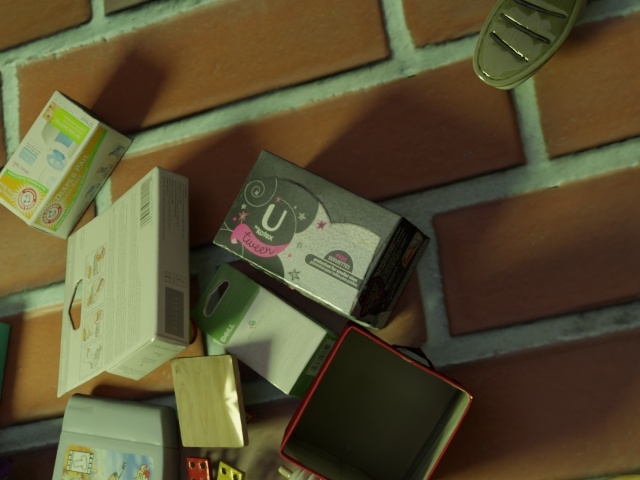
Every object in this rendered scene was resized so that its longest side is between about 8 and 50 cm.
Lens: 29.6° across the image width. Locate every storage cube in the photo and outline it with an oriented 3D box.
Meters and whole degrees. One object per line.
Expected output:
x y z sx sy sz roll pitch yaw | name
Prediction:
0.072 0.230 1.598 0.184 0.193 0.215 30 89 1 | storage cube

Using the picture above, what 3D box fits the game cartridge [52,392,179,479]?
-0.315 0.388 1.827 0.198 0.062 0.297 3 78 27 | game cartridge

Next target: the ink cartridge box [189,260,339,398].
-0.084 0.131 1.788 0.209 0.062 0.109 33 91 26 | ink cartridge box

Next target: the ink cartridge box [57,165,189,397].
-0.300 0.072 1.854 0.261 0.066 0.296 -33 49 39 | ink cartridge box

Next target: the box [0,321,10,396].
-0.576 0.251 1.962 0.101 0.060 0.244 0 77 23 | box

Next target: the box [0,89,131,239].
-0.423 -0.120 1.968 0.114 0.103 0.203 36 92 26 | box

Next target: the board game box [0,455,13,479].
-0.598 0.484 1.830 0.208 0.056 0.346 1 72 32 | board game box

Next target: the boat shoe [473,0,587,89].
0.325 -0.338 1.713 0.113 0.103 0.302 35 91 13 | boat shoe

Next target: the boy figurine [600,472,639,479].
0.405 0.370 1.513 0.285 0.092 0.177 -39 63 13 | boy figurine

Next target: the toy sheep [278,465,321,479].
-0.002 0.351 1.688 0.132 0.091 0.091 31 90 22 | toy sheep

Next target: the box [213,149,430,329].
0.000 0.000 1.742 0.247 0.142 0.163 27 88 26 | box

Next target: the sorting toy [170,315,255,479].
-0.150 0.241 1.770 0.132 0.046 0.274 -9 89 42 | sorting toy
